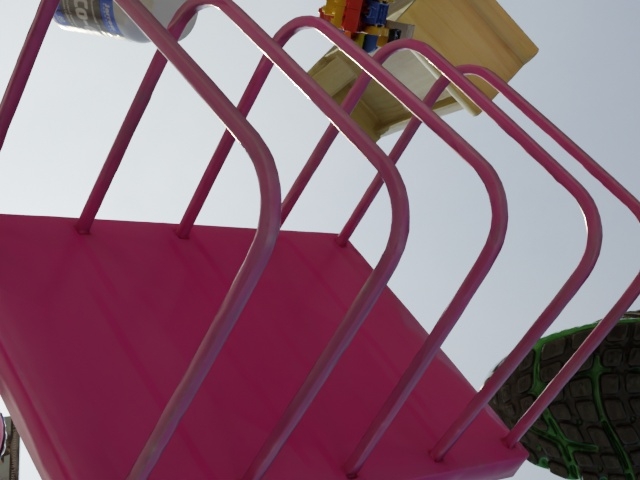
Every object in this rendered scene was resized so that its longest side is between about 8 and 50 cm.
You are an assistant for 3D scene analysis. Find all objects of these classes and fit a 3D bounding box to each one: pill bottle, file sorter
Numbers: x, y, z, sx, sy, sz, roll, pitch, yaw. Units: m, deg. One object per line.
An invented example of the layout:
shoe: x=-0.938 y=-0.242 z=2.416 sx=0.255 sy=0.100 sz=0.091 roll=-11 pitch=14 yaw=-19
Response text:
pill bottle: x=-0.186 y=-0.227 z=0.977 sx=0.137 sy=0.078 sz=0.078 roll=16 pitch=-108 yaw=32
file sorter: x=0.000 y=0.000 z=0.523 sx=0.202 sy=0.291 sz=0.182 roll=50 pitch=-59 yaw=34

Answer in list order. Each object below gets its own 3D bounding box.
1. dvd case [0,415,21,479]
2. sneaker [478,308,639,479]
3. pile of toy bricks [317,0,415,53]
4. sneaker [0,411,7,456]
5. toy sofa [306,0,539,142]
dvd case: x=-0.302 y=0.178 z=0.835 sx=0.120 sy=0.013 sz=0.087 roll=-2 pitch=-145 yaw=-12
sneaker: x=0.293 y=0.114 z=0.875 sx=0.146 sy=0.344 sz=0.134 roll=-161 pitch=-116 yaw=-76
pile of toy bricks: x=0.018 y=-0.210 z=0.815 sx=0.105 sy=0.212 sz=0.118 roll=13 pitch=-78 yaw=9
sneaker: x=-0.271 y=0.061 z=0.588 sx=0.211 sy=0.081 sz=0.080 roll=33 pitch=-99 yaw=5
toy sofa: x=0.131 y=-0.245 z=1.361 sx=0.177 sy=0.150 sz=0.362 roll=-47 pitch=-167 yaw=-16
